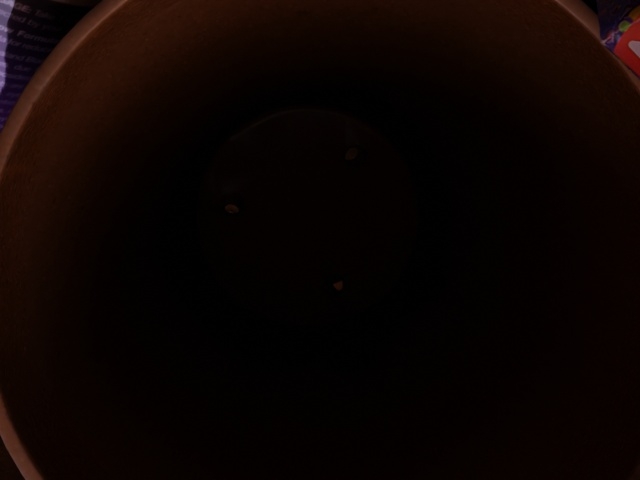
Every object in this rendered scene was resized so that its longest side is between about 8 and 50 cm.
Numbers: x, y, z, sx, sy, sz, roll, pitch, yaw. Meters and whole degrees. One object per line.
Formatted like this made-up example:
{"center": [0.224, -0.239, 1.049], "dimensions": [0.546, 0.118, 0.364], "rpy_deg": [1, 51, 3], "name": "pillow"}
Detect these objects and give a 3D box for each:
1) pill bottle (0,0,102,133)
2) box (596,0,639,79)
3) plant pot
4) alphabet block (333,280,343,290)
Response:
{"center": [-0.114, -0.105, 0.429], "dimensions": [0.108, 0.108, 0.193], "rpy_deg": [13, 142, -35], "name": "pill bottle"}
{"center": [0.285, -0.115, 0.391], "dimensions": [0.279, 0.177, 0.290], "rpy_deg": [33, 137, -31], "name": "box"}
{"center": [0.000, 0.000, 0.508], "dimensions": [0.237, 0.237, 0.254], "rpy_deg": [-9, -172, -2], "name": "plant pot"}
{"center": [0.137, 0.109, 0.784], "dimensions": [0.197, 0.193, 0.192], "rpy_deg": [-22, 149, 19], "name": "alphabet block"}
